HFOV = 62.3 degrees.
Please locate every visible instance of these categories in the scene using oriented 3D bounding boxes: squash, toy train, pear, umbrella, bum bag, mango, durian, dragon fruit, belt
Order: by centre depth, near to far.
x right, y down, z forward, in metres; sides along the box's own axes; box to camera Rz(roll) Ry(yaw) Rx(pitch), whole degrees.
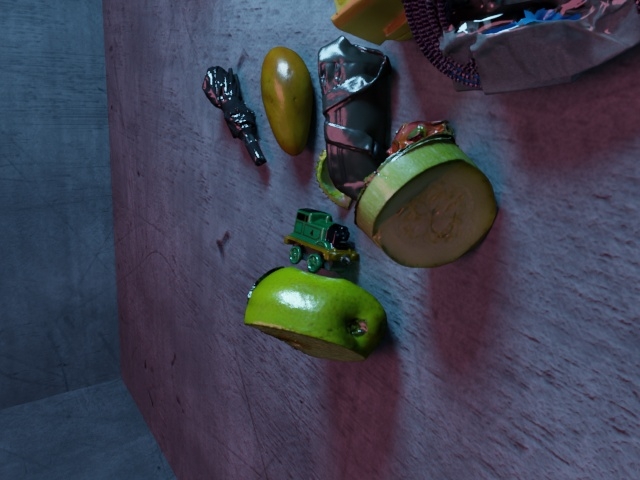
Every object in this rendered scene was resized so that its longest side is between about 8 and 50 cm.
[{"bbox_3d":[0.261,-0.319,0.652,0.324,0.122,0.260,3,133,37],"label":"belt"},{"bbox_3d":[0.163,-0.056,0.851,0.133,0.220,0.220,60,141,34],"label":"squash"},{"bbox_3d":[0.175,-0.173,0.931,0.116,0.086,0.081,-37,29,44],"label":"dragon fruit"},{"bbox_3d":[0.074,-0.232,1.028,0.142,0.080,0.327,-4,101,11],"label":"bum bag"},{"bbox_3d":[0.013,0.154,1.116,0.292,0.292,0.160,-10,57,56],"label":"pear"},{"bbox_3d":[0.050,-0.171,1.138,0.100,0.086,0.216,21,124,14],"label":"durian"},{"bbox_3d":[0.000,0.000,1.217,0.227,0.091,0.137,17,101,53],"label":"toy train"},{"bbox_3d":[-0.075,-0.324,1.228,0.138,0.113,0.254,-2,98,56],"label":"mango"},{"bbox_3d":[-0.234,-0.346,1.471,0.340,0.118,0.118,63,142,19],"label":"umbrella"}]

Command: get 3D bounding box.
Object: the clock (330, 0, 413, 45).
[{"bbox_3d":[0.154,-0.480,0.811,0.317,0.200,0.244,-23,81,47],"label":"clock"}]
